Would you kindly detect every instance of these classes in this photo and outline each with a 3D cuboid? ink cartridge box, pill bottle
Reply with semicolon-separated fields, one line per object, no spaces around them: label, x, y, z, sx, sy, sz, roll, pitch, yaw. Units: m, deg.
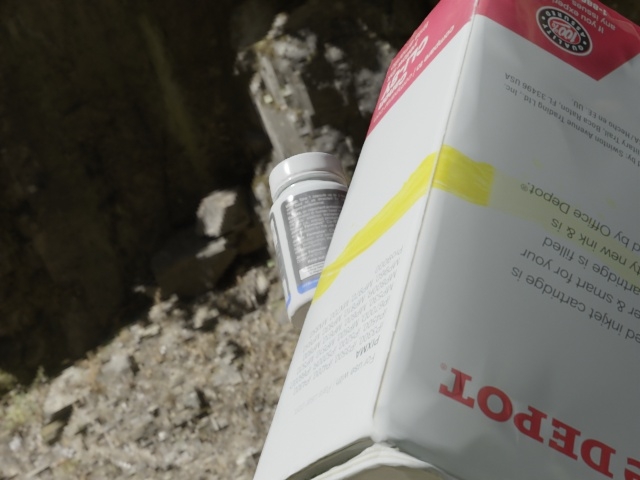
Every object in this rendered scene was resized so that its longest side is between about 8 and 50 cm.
ink cartridge box;0.151;0.037;0.629;0.160;0.279;0.384;-44;21;51
pill bottle;0.000;0.000;0.812;0.078;0.078;0.137;-17;61;10
